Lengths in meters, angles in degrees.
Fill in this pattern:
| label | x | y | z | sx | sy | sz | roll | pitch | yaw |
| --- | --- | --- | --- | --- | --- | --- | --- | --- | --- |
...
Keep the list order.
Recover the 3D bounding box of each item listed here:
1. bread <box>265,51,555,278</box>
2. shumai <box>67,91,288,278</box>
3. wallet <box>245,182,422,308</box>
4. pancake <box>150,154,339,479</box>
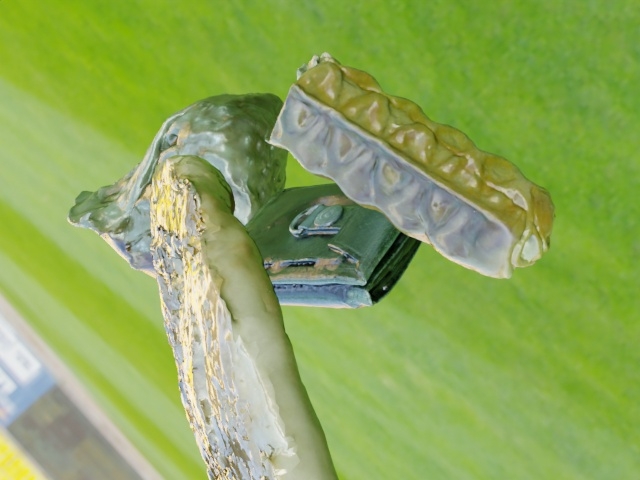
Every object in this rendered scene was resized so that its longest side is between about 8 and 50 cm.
| label | x | y | z | sx | sy | sz | roll | pitch | yaw |
| --- | --- | --- | --- | --- | --- | --- | --- | --- | --- |
| bread | 0.084 | -0.061 | 1.243 | 0.269 | 0.098 | 0.087 | 33 | 158 | 10 |
| shumai | -0.194 | -0.064 | 1.859 | 0.288 | 0.292 | 0.330 | 6 | 169 | 4 |
| wallet | -0.001 | -0.002 | 1.408 | 0.236 | 0.160 | 0.055 | 1 | 134 | 44 |
| pancake | -0.033 | 0.112 | 0.796 | 0.356 | 0.065 | 0.356 | 160 | 90 | -82 |
